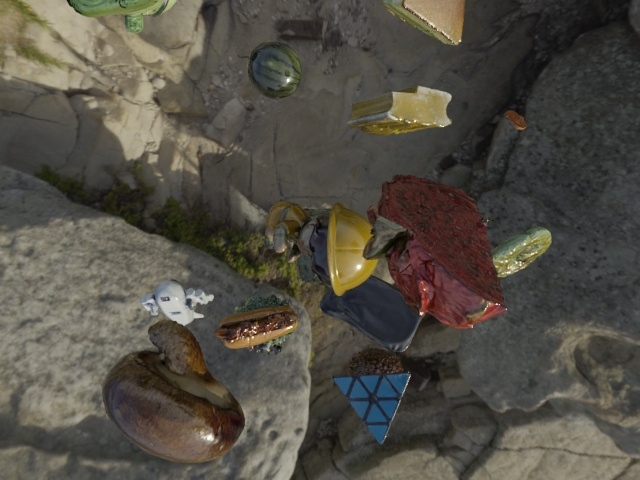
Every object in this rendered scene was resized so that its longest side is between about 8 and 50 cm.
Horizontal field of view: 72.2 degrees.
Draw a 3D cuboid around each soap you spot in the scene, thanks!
[{"bbox_3d":[0.263,-0.437,1.508,0.259,0.281,0.143,-4,102,-25],"label":"soap"}]

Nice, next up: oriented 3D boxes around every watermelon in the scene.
[{"bbox_3d":[-0.099,-0.334,0.848,0.133,0.105,0.105,26,108,-1],"label":"watermelon"}]

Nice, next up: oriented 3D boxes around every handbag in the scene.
[{"bbox_3d":[0.162,0.213,1.439,0.332,0.075,0.192,28,78,9],"label":"handbag"}]

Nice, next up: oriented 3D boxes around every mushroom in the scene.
[{"bbox_3d":[-0.325,0.369,1.000,0.345,0.345,0.239,31,107,-8],"label":"mushroom"}]

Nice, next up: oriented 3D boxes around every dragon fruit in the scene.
[{"bbox_3d":[0.082,0.006,0.373,0.106,0.162,0.083,27,129,-8],"label":"dragon fruit"}]

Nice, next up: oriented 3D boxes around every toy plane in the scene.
[{"bbox_3d":[-0.495,0.212,1.525,0.244,0.117,0.245,-2,141,-1],"label":"toy plane"}]

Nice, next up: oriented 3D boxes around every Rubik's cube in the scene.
[{"bbox_3d":[0.169,0.447,1.182,0.211,0.190,0.178,-10,71,26],"label":"Rubik's cube"}]

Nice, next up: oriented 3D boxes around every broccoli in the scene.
[{"bbox_3d":[-0.236,0.338,1.736,0.263,0.243,0.247,-22,86,-16],"label":"broccoli"}]

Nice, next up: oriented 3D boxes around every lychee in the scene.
[{"bbox_3d":[0.176,0.470,1.539,0.238,0.200,0.200,-13,109,-13],"label":"lychee"}]

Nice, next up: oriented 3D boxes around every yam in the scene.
[{"bbox_3d":[-0.014,0.019,1.691,0.195,0.195,0.300,-6,91,4],"label":"yam"}]

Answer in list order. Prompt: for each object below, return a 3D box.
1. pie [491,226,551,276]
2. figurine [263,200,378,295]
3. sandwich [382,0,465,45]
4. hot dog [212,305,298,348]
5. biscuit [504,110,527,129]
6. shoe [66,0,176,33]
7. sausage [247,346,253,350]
[{"bbox_3d":[0.629,0.040,1.402,0.240,0.054,0.240,-17,148,-11],"label":"pie"},{"bbox_3d":[0.002,-0.004,0.916,0.256,0.192,0.167,30,94,23],"label":"figurine"},{"bbox_3d":[0.290,-0.618,1.084,0.220,0.108,0.186,14,111,-36],"label":"sandwich"},{"bbox_3d":[-0.186,0.253,1.274,0.249,0.076,0.102,-9,97,-13],"label":"hot dog"},{"bbox_3d":[0.725,-0.446,1.628,0.091,0.078,0.015,56,146,16],"label":"biscuit"},{"bbox_3d":[-0.380,-0.481,0.831,0.262,0.128,0.140,12,101,27],"label":"shoe"},{"bbox_3d":[-0.294,0.394,1.955,0.071,0.234,0.071,2,131,2],"label":"sausage"}]
